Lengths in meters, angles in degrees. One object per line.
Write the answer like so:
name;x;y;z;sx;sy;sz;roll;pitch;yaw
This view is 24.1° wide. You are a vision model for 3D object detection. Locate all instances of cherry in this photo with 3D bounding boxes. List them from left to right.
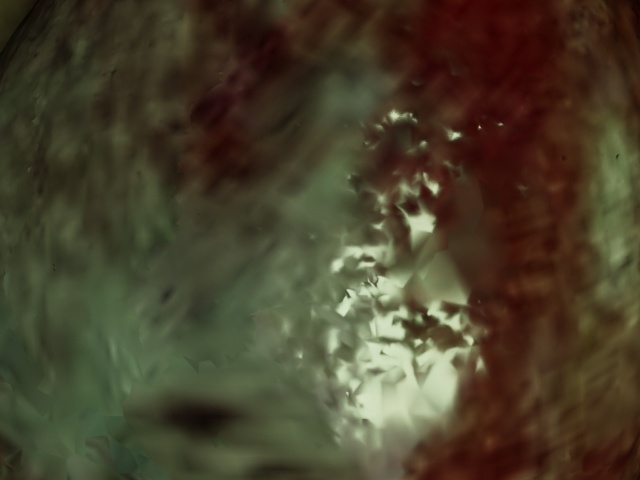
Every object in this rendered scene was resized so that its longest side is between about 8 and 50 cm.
cherry;0.000;0.000;0.460;0.230;0.203;0.300;26;117;29
